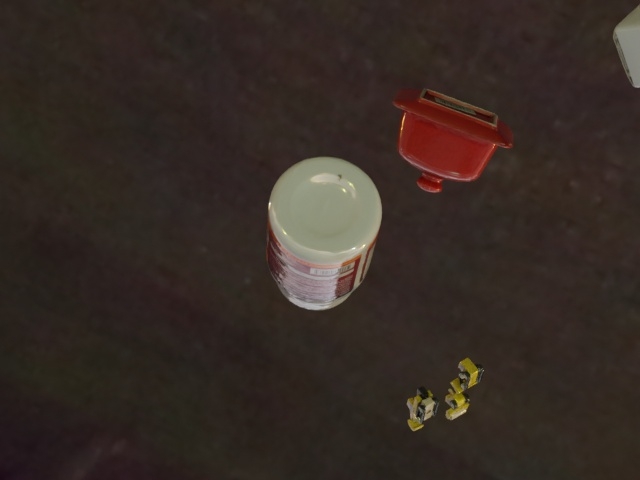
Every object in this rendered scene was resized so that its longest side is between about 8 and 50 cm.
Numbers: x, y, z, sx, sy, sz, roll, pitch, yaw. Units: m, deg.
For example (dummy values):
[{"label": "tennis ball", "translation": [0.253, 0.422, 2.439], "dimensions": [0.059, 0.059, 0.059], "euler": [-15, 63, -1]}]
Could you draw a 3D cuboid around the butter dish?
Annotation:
[{"label": "butter dish", "translation": [0.156, -0.118, 1.850], "dimensions": [0.160, 0.118, 0.160], "euler": [20, -164, 3]}]

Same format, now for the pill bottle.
[{"label": "pill bottle", "translation": [0.000, 0.000, 1.612], "dimensions": [0.121, 0.121, 0.221], "euler": [24, 161, 5]}]

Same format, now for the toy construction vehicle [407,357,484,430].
[{"label": "toy construction vehicle", "translation": [0.140, 0.177, 1.665], "dimensions": [0.035, 0.086, 0.098], "euler": [53, 159, 27]}]

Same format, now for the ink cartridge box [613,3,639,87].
[{"label": "ink cartridge box", "translation": [0.467, -0.242, 1.225], "dimensions": [0.330, 0.324, 0.071], "euler": [1, 123, 46]}]
